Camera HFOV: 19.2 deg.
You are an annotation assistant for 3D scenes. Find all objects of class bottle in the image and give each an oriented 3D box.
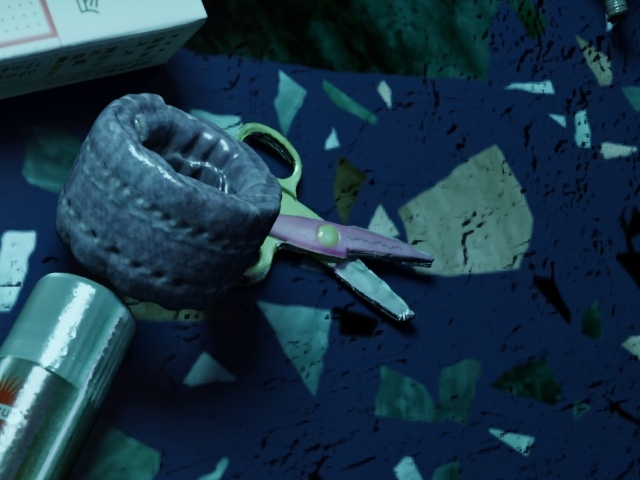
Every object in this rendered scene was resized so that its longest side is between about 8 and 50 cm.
[{"bbox_3d":[-0.209,0.155,1.228,0.082,0.082,0.286,32,59,-14],"label":"bottle"}]

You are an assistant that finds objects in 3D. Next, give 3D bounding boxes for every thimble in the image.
[{"bbox_3d":[-0.106,-0.026,1.312,0.150,0.098,0.150,27,22,-12],"label":"thimble"}]

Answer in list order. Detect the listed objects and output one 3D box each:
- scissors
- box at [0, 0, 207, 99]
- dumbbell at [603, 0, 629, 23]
[{"bbox_3d":[0.000,0.000,1.436,0.187,0.020,0.133,26,64,-15],"label":"scissors"},{"bbox_3d":[-0.269,-0.203,1.325,0.330,0.095,0.210,-16,80,-33],"label":"box"},{"bbox_3d":[0.232,-0.309,1.641,0.081,0.081,0.254,-2,73,-29],"label":"dumbbell"}]
